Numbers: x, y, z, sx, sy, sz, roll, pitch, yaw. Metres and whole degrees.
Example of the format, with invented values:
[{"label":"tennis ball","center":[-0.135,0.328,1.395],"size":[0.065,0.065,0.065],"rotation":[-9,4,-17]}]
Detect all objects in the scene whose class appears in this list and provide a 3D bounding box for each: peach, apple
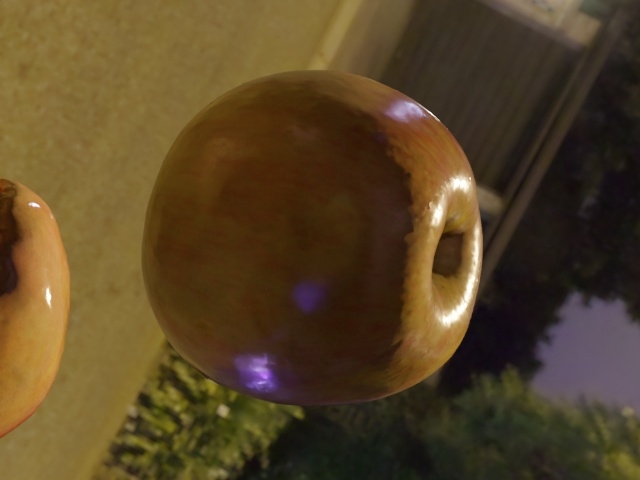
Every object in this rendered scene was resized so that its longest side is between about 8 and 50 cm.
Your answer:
[{"label":"peach","center":[-0.215,0.032,0.707],"size":[0.184,0.184,0.184],"rotation":[-61,176,-8]},{"label":"apple","center":[0.000,0.000,1.535],"size":[0.391,0.347,0.391],"rotation":[-37,135,-50]}]
